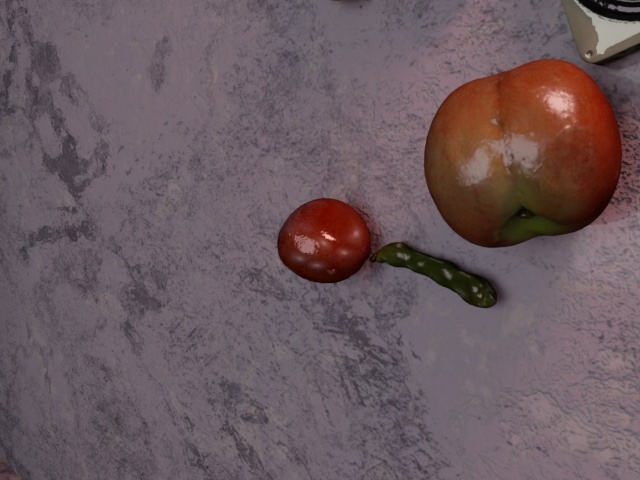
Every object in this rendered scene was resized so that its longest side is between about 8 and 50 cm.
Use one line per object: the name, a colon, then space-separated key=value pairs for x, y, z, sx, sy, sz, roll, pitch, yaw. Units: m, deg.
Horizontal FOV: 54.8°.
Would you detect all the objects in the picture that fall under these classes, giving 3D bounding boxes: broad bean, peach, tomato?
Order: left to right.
tomato: x=0.000 y=0.000 z=1.120 sx=0.167 sy=0.167 sz=0.167 roll=8 pitch=101 yaw=42
broad bean: x=0.187 y=0.051 z=1.031 sx=0.256 sy=0.052 sz=0.053 roll=23 pitch=71 yaw=41
peach: x=0.262 y=-0.116 z=0.818 sx=0.252 sy=0.252 sz=0.252 roll=8 pitch=101 yaw=42

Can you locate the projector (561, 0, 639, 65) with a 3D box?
projector: x=0.407 y=-0.382 z=0.742 sx=0.257 sy=0.079 sz=0.259 roll=-21 pitch=84 yaw=42
